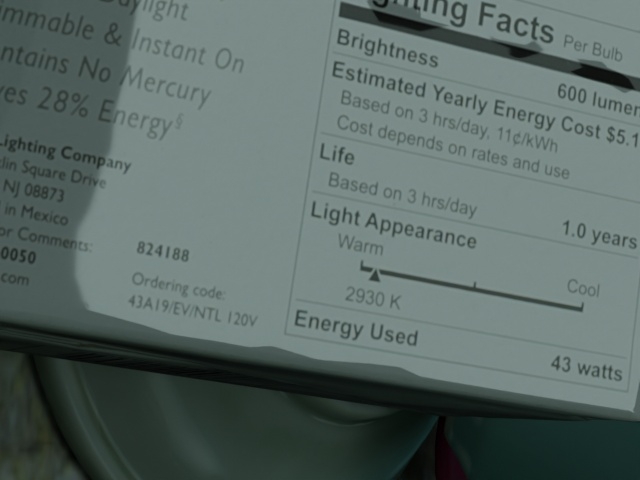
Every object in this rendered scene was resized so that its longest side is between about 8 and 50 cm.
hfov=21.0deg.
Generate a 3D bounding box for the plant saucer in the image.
[{"bbox_3d":[0.000,0.000,1.050,0.400,0.100,0.400,-2,93,-49],"label":"plant saucer"}]

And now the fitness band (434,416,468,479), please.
[{"bbox_3d":[0.185,0.192,1.193,0.209,0.054,0.291,-6,91,-12],"label":"fitness band"}]

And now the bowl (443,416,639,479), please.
[{"bbox_3d":[0.173,0.053,1.036,0.311,0.163,0.311,15,90,-82],"label":"bowl"}]

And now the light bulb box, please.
[{"bbox_3d":[-0.027,-0.114,0.827,0.358,0.225,0.361,11,82,-21],"label":"light bulb box"}]
